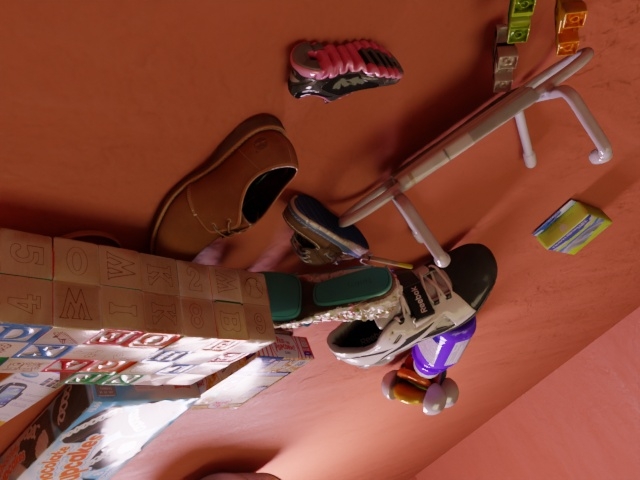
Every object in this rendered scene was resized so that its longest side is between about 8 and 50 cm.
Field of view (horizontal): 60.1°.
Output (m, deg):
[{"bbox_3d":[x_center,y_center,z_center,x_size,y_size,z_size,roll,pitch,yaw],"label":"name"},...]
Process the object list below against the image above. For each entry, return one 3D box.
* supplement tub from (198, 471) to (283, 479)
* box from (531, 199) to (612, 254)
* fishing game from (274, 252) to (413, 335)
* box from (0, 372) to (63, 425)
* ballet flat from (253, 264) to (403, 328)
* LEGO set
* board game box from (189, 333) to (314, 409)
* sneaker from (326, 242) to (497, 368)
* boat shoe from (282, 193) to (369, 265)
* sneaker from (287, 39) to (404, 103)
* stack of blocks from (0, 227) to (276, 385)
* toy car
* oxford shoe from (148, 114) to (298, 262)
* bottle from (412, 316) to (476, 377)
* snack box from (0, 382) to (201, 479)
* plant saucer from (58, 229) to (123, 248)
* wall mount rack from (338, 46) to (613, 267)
[{"bbox_3d":[-0.213,0.708,1.388,0.235,0.235,0.325,-35,149,7],"label":"supplement tub"},{"bbox_3d":[0.522,-0.025,1.141,0.178,0.042,0.109,6,133,-46],"label":"box"},{"bbox_3d":[0.014,0.099,0.846,0.264,0.041,0.189,-31,154,25],"label":"fishing game"},{"bbox_3d":[-0.378,0.180,0.686,0.136,0.028,0.081,-34,149,2],"label":"box"},{"bbox_3d":[-0.012,0.084,0.729,0.241,0.091,0.077,-3,142,11],"label":"ballet flat"},{"bbox_3d":[0.214,-0.252,0.522,0.087,0.093,0.227,0,156,10],"label":"LEGO set"},{"bbox_3d":[-0.128,0.221,0.920,0.193,0.045,0.147,-36,150,22],"label":"board game box"},{"bbox_3d":[0.153,0.116,0.952,0.330,0.122,0.146,-40,150,15],"label":"sneaker"},{"bbox_3d":[0.000,0.000,0.708,0.066,0.066,0.183,-38,148,15],"label":"boat shoe"},{"bbox_3d":[0.022,-0.156,0.528,0.119,0.047,0.057,-5,148,-24],"label":"sneaker"},{"bbox_3d":[-0.216,0.088,0.588,0.171,0.087,0.297,-31,150,33],"label":"stack of blocks"},{"bbox_3d":[0.249,0.334,1.352,0.182,0.159,0.136,4,96,-55],"label":"toy car"},{"bbox_3d":[-0.104,-0.029,0.570,0.212,0.076,0.076,-44,149,24],"label":"oxford shoe"},{"bbox_3d":[0.251,0.210,1.174,0.092,0.118,0.283,-12,145,-9],"label":"bottle"},{"bbox_3d":[-0.358,0.308,0.855,0.322,0.060,0.187,-44,146,21],"label":"snack box"},{"bbox_3d":[-0.248,0.018,0.573,0.083,0.013,0.083,-21,147,-14],"label":"plant saucer"},{"bbox_3d":[0.197,-0.084,0.710,0.350,0.130,0.304,-34,-175,8],"label":"wall mount rack"}]
